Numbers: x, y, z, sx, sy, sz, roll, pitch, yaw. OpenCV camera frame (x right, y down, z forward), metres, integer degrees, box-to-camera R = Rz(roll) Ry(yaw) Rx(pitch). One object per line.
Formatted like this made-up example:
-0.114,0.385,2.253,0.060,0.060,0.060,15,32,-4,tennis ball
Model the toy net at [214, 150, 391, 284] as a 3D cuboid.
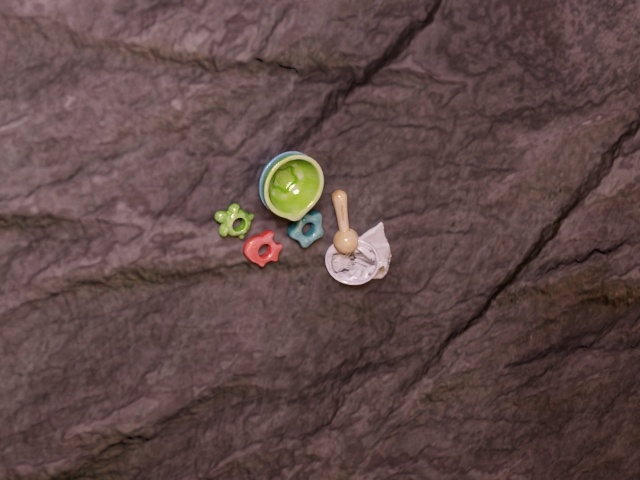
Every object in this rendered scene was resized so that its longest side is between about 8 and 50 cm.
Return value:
0.000,0.000,1.135,0.232,0.045,0.122,37,89,-37,toy net
